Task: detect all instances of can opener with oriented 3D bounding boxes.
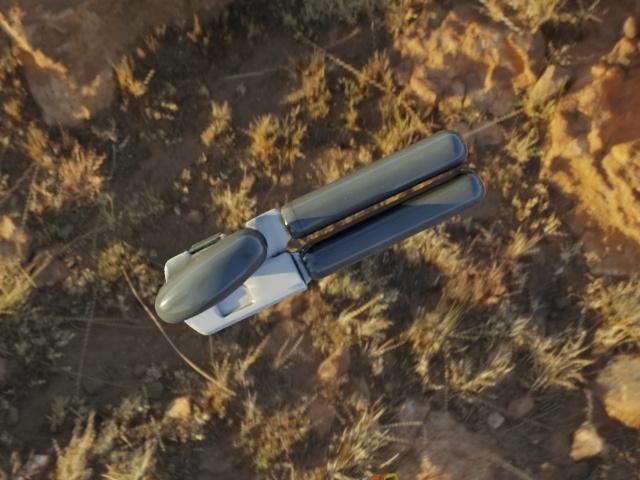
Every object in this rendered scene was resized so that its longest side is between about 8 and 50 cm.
[{"bbox_3d":[0.000,0.000,0.661,0.283,0.095,0.076,-25,102,5],"label":"can opener"}]

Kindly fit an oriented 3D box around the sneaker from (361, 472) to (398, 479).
[{"bbox_3d":[0.091,0.397,1.179,0.067,0.175,0.064,-17,112,12],"label":"sneaker"}]
